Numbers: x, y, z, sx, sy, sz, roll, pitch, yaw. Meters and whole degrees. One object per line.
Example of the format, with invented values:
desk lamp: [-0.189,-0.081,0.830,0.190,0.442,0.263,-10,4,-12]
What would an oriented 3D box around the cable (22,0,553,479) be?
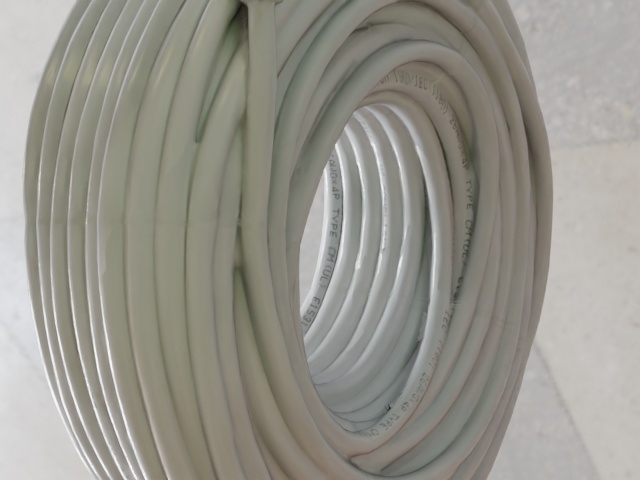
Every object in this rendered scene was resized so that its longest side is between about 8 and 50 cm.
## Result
cable: [0.000,0.000,0.510,0.089,0.257,0.257,6,170,32]
